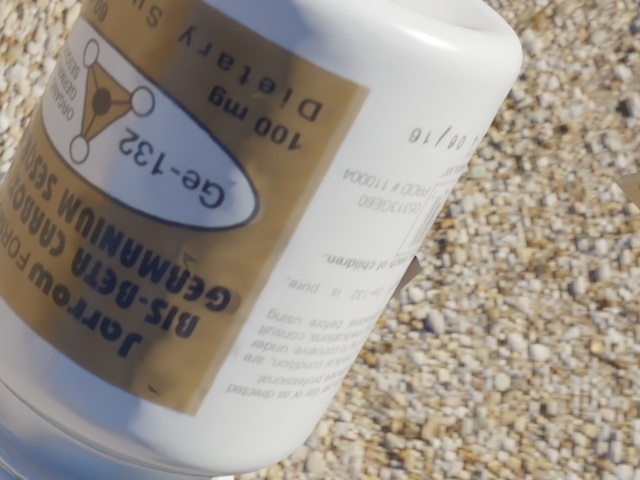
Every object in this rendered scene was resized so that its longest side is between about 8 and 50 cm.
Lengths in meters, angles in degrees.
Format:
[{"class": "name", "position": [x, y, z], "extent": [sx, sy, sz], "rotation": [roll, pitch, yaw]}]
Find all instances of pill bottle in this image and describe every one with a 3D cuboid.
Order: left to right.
[{"class": "pill bottle", "position": [-0.043, 0.004, 0.461], "extent": [0.131, 0.131, 0.229], "rotation": [23, 110, -15]}]

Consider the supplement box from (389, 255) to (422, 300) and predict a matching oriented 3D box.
[{"class": "supplement box", "position": [0.000, 0.000, 0.658], "extent": [0.055, 0.043, 0.083], "rotation": [-44, 77, -3]}]

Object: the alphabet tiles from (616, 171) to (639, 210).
[{"class": "alphabet tiles", "position": [0.257, -0.003, 0.690], "extent": [0.198, 0.237, 0.009], "rotation": [46, 68, -16]}]
